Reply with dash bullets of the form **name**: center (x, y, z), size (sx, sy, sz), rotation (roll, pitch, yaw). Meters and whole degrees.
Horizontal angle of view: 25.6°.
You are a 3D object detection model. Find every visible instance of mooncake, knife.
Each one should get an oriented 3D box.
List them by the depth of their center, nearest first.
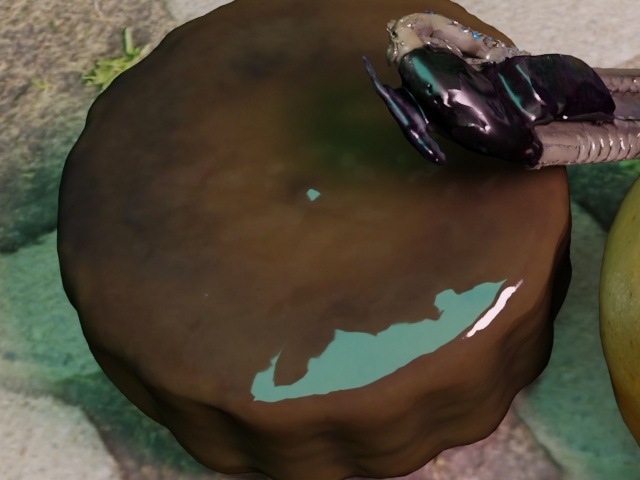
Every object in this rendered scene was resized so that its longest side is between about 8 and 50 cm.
- **knife**: center (0.166, -0.079, 0.754), size (0.043, 0.365, 0.089), rotation (-37, 68, 39)
- **mooncake**: center (0.000, 0.000, 0.809), size (0.290, 0.161, 0.290), rotation (-6, 59, 10)

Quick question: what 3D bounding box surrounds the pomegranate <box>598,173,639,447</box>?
- **pomegranate**: center (0.250, 0.036, 0.697), size (0.233, 0.233, 0.233), rotation (-6, 57, 9)
